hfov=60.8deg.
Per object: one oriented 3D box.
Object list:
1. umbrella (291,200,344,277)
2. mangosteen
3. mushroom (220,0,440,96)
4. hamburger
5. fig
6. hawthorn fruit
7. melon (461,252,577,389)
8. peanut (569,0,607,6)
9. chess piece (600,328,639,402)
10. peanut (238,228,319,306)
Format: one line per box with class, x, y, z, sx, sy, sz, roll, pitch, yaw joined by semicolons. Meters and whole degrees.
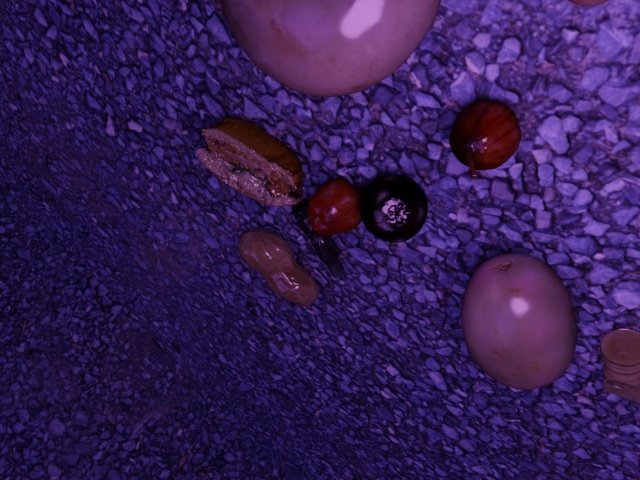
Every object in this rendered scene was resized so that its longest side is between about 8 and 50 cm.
umbrella;0.000;0.000;1.448;0.066;0.059;0.235;20;145;59
mangosteen;0.157;-0.070;1.183;0.152;0.152;0.152;24;139;22
mushroom;0.018;-0.421;0.882;0.362;0.294;0.362;5;108;15
hamburger;-0.148;-0.186;1.317;0.283;0.156;0.144;31;122;6
fig;0.284;-0.173;0.974;0.128;0.150;0.128;34;178;1
hawthorn fruit;0.035;-0.076;1.275;0.133;0.138;0.133;28;143;24
melon;0.405;0.170;1.123;0.223;0.223;0.317;5;135;38
peanut;0.396;-0.369;0.726;0.152;0.076;0.076;-16;115;50
chess piece;0.640;0.276;1.145;0.090;0.090;0.200;8;143;36
peanut;-0.117;0.077;1.575;0.290;0.130;0.130;50;142;-15
